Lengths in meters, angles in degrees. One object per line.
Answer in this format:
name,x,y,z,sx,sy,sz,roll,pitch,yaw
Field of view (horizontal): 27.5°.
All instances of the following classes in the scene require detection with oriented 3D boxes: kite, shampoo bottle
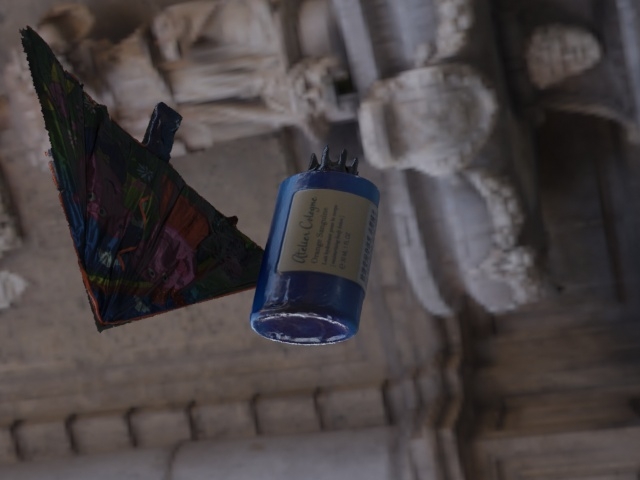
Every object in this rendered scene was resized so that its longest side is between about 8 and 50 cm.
kite,-0.133,-0.019,1.014,0.321,0.016,0.234,43,-140,-31
shampoo bottle,0.000,0.000,1.054,0.050,0.087,0.183,79,-164,-47
